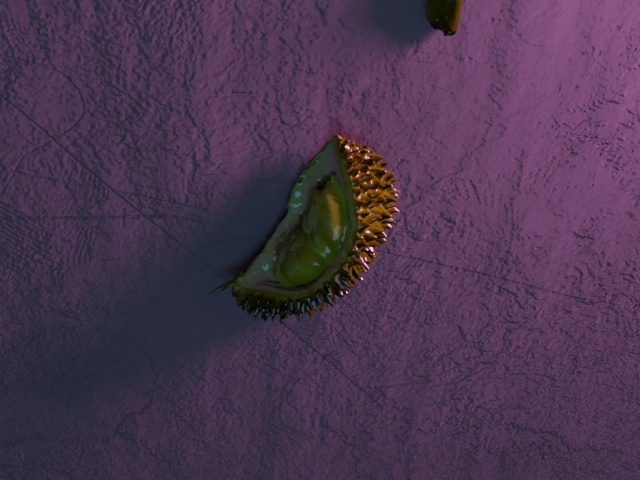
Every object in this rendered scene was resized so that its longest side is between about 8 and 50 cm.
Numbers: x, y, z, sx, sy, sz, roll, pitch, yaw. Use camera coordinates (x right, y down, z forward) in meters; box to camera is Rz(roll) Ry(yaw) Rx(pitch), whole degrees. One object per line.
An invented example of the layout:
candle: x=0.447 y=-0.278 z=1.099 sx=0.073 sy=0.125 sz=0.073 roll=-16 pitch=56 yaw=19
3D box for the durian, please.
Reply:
durian: x=0.000 y=0.000 z=1.455 sx=0.169 sy=0.158 sz=0.352 roll=40 pitch=121 yaw=7

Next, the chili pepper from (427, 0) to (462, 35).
chili pepper: x=0.177 y=-0.343 z=1.213 sx=0.052 sy=0.050 sz=0.201 roll=34 pitch=128 yaw=13
